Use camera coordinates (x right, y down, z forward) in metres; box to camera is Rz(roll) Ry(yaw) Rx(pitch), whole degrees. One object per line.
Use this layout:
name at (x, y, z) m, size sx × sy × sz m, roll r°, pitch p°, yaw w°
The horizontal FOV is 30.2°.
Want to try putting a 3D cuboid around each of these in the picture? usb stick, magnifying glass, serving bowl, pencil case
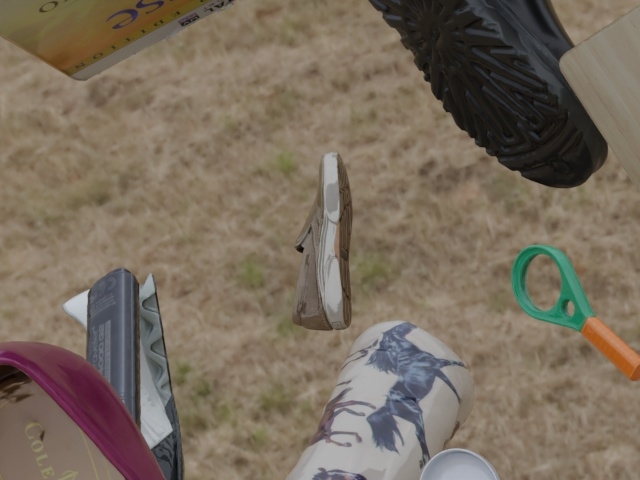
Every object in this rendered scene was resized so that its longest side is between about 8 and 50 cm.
usb stick at (-0.241, 0.152, 1.375) m, size 0.077 × 0.045 × 0.278 m, roll -32°, pitch 44°, yaw 25°
magnifying glass at (0.312, 0.088, 1.444) m, size 0.026 × 0.092 × 0.231 m, roll 0°, pitch 33°, yaw -34°
serving bowl at (0.133, 0.233, 1.094) m, size 0.083 × 0.083 × 0.027 m, roll 3°, pitch -1°, yaw 32°
pencil case at (0.045, 0.262, 1.272) m, size 0.159 × 0.184 × 0.410 m, roll 22°, pitch 40°, yaw 9°

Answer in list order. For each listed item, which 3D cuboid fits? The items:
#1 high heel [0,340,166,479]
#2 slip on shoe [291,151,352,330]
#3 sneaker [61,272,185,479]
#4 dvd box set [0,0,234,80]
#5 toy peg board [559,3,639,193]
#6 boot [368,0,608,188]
high heel at (-0.078, 0.226, 0.570) m, size 0.127 × 0.181 × 0.377 m, roll -32°, pitch 78°, yaw -13°
slip on shoe at (0.000, 0.000, 0.874) m, size 0.041 × 0.051 × 0.135 m, roll -4°, pitch 78°, yaw 13°
sneaker at (-0.256, 0.218, 1.526) m, size 0.146 × 0.331 × 0.122 m, roll -11°, pitch -4°, yaw -11°
dvd box set at (-0.065, -0.207, 0.544) m, size 0.307 × 0.062 × 0.420 m, roll -27°, pitch -7°, yaw 4°
toy peg board at (0.227, -0.065, 0.550) m, size 0.160 × 0.161 × 0.079 m, roll -32°, pitch 1°, yaw 27°
boot at (0.185, -0.243, 1.000) m, size 0.260 × 0.348 × 0.131 m, roll -37°, pitch 0°, yaw -22°
